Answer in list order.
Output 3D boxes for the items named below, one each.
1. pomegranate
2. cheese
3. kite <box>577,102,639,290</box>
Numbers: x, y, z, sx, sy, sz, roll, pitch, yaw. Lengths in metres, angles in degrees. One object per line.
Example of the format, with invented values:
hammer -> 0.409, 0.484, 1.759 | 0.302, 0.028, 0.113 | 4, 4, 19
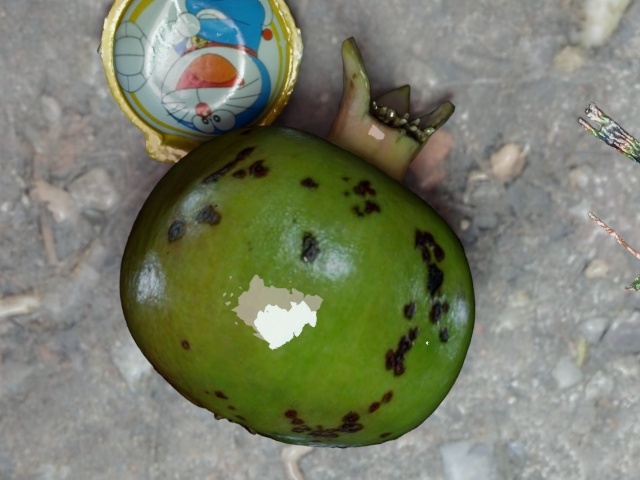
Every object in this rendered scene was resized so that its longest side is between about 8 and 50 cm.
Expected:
pomegranate -> 0.009, 0.016, 1.369 | 0.323, 0.291, 0.291 | -45, 91, 4
cheese -> -0.097, -0.195, 1.443 | 0.177, 0.069, 0.270 | 12, 101, 6
kite -> 0.322, -0.036, 1.444 | 0.244, 0.006, 0.198 | 43, 103, -1
